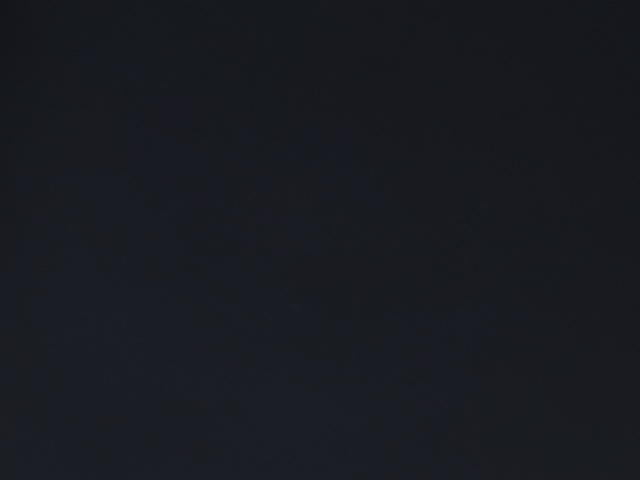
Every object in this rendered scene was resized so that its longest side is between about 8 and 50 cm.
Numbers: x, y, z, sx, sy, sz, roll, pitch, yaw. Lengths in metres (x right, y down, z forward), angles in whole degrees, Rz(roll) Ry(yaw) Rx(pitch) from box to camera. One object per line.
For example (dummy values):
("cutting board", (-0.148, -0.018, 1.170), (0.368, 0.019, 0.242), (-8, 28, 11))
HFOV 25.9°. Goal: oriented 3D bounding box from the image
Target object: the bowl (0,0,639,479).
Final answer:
("bowl", (0.000, 0.000, 0.432), (0.391, 0.077, 0.391), (9, -47, 9))
